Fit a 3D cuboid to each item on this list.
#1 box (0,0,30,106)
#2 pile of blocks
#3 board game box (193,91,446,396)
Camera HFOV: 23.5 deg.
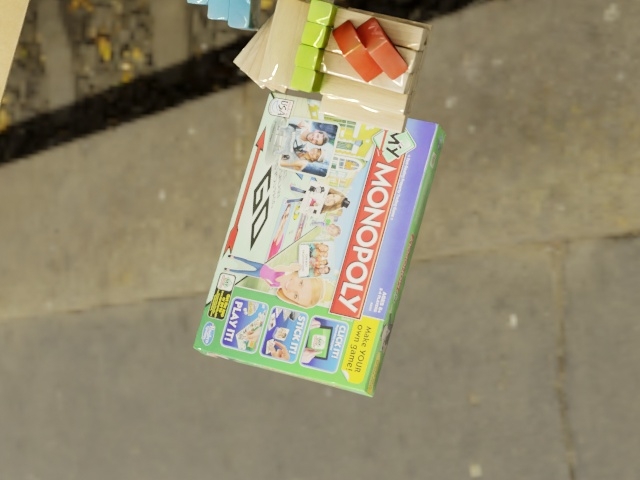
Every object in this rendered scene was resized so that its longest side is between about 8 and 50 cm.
[{"bbox_3d":[-0.232,-0.070,0.715,0.201,0.164,0.021,117,156,-43],"label":"box"},{"bbox_3d":[-0.057,-0.230,1.428,0.362,0.112,0.149,40,102,6],"label":"pile of blocks"},{"bbox_3d":[0.000,0.000,1.769,0.213,0.046,0.317,12,79,20],"label":"board game box"}]
